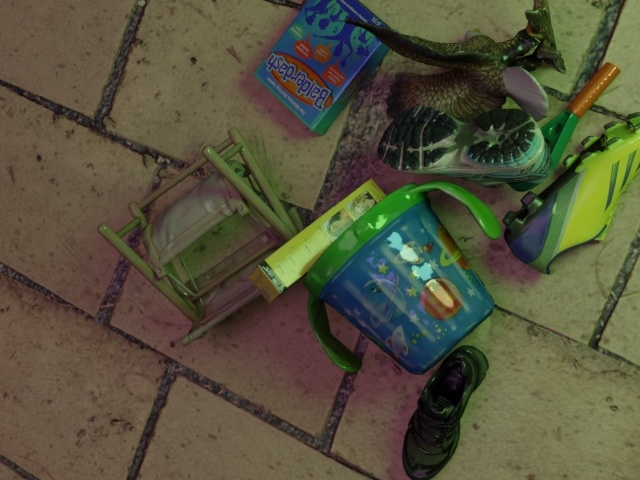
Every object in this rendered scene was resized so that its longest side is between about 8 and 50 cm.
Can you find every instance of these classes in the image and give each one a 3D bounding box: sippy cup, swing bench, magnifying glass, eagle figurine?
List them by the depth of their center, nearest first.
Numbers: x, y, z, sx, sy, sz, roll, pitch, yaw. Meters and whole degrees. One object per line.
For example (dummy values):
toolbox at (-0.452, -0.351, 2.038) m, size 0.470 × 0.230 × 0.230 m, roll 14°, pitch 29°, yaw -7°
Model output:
magnifying glass at (0.358, -0.167, 1.537) m, size 0.231 × 0.026 × 0.092 m, roll -52°, pitch 26°, yaw 7°
eagle figurine at (0.208, -0.261, 1.553) m, size 0.298 × 0.225 × 0.226 m, roll -14°, pitch 91°, yaw 14°
sippy cup at (0.131, 0.071, 1.554) m, size 0.240 × 0.305 × 0.224 m, roll -36°, pitch 79°, yaw -27°
swing bench at (-0.181, -0.005, 1.727) m, size 0.253 × 0.165 × 0.254 m, roll -33°, pitch 98°, yaw 20°

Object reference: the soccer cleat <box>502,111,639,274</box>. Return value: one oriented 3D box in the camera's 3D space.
soccer cleat at (0.397, -0.068, 1.509) m, size 0.289 × 0.093 × 0.121 m, roll -43°, pitch 100°, yaw 13°

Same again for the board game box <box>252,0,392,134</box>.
board game box at (0.008, -0.307, 1.726) m, size 0.160 × 0.047 × 0.210 m, roll 45°, pitch 106°, yaw 22°

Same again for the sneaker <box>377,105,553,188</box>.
sneaker at (0.209, -0.120, 1.525) m, size 0.283 × 0.122 × 0.110 m, roll 10°, pitch 69°, yaw 42°

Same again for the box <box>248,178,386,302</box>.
box at (0.000, 0.000, 1.592) m, size 0.232 × 0.087 × 0.058 m, roll -38°, pitch 88°, yaw -21°

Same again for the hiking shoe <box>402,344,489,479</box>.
hiking shoe at (0.171, 0.262, 1.567) m, size 0.086 × 0.114 × 0.226 m, roll 24°, pitch 97°, yaw 26°
